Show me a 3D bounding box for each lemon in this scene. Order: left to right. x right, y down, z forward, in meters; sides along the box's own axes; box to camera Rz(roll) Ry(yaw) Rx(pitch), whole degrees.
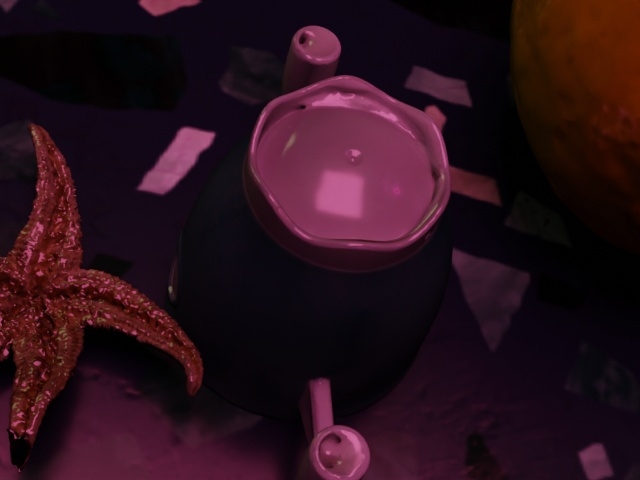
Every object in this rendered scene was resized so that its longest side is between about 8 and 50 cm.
[{"bbox_3d":[0.283,-0.139,0.720,0.348,0.348,0.347,6,59,-10],"label":"lemon"}]

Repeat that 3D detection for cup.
[{"bbox_3d":[0.000,0.000,0.657,0.168,0.173,0.299,2,60,-10],"label":"cup"}]

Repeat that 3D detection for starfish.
[{"bbox_3d":[-0.169,0.031,0.672,0.213,0.057,0.238,7,51,-2],"label":"starfish"}]
